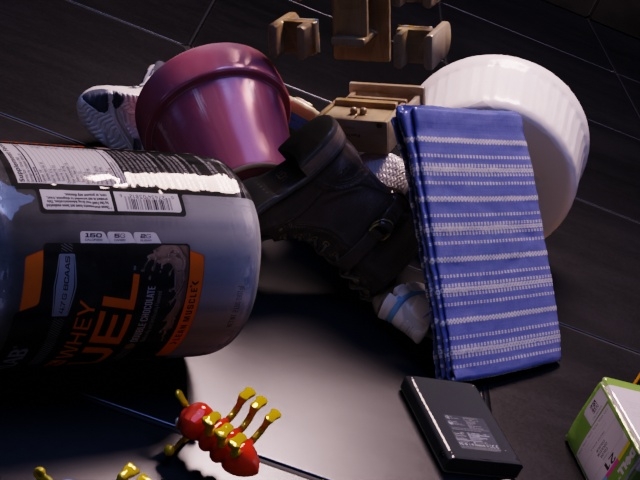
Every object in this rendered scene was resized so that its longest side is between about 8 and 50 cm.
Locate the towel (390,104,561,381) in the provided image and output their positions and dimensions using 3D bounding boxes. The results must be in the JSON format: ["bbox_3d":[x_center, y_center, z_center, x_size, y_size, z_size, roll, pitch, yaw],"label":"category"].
[{"bbox_3d":[0.197,-0.002,1.403,0.243,0.336,0.040,-4,-7,-45],"label":"towel"}]

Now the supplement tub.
[{"bbox_3d":[-0.241,0.014,1.057,0.338,0.207,0.207,0,35,-38],"label":"supplement tub"}]

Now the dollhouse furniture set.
[{"bbox_3d":[0.061,-0.254,1.457,0.212,0.242,0.161,7,26,19],"label":"dollhouse furniture set"}]

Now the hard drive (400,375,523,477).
[{"bbox_3d":[0.152,0.201,1.238,0.094,0.022,0.135,10,29,-25],"label":"hard drive"}]

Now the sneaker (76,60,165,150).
[{"bbox_3d":[-0.245,-0.188,1.559,0.235,0.094,0.153,1,32,-37],"label":"sneaker"}]

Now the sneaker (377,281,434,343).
[{"bbox_3d":[0.159,0.089,1.416,0.191,0.071,0.083,-16,52,-41],"label":"sneaker"}]

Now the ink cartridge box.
[{"bbox_3d":[0.401,0.277,1.219,0.189,0.097,0.255,14,29,-19],"label":"ink cartridge box"}]

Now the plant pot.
[{"bbox_3d":[-0.117,-0.115,1.434,0.201,0.201,0.180,4,47,-34],"label":"plant pot"}]

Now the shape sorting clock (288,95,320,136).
[{"bbox_3d":[-0.037,-0.162,1.618,0.206,0.040,0.206,28,-11,6],"label":"shape sorting clock"}]

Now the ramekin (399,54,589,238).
[{"bbox_3d":[0.242,-0.112,1.626,0.277,0.277,0.135,23,33,-1],"label":"ramekin"}]

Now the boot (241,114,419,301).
[{"bbox_3d":[0.000,0.000,1.358,0.229,0.263,0.091,46,7,-32],"label":"boot"}]

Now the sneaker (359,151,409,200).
[{"bbox_3d":[0.039,-0.050,1.533,0.268,0.101,0.153,12,-28,46],"label":"sneaker"}]

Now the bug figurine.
[{"bbox_3d":[-0.095,0.226,0.935,0.216,0.072,0.279,39,25,15],"label":"bug figurine"}]

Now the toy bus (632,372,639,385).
[{"bbox_3d":[0.558,0.193,1.488,0.333,0.108,0.130,6,31,-31],"label":"toy bus"}]
